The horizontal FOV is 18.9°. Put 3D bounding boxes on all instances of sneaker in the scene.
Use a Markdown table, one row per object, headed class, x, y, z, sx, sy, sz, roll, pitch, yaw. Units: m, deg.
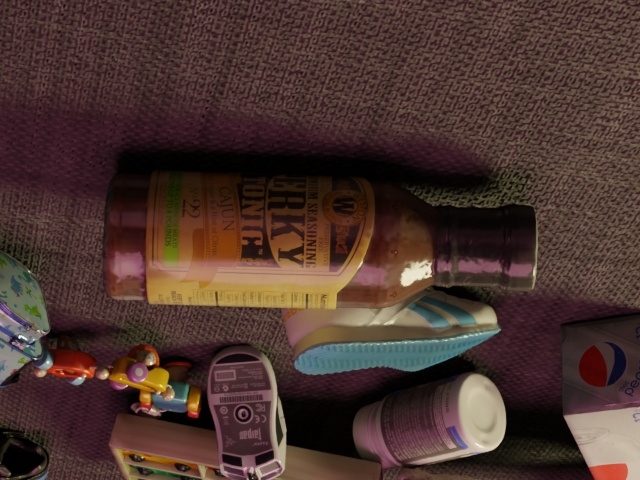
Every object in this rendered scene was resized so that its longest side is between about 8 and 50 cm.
| class | x | y | z | sx | sy | sz | roll | pitch | yaw |
| --- | --- | --- | --- | --- | --- | --- | --- | --- | --- |
| sneaker | -0.352 | 0.227 | 1.968 | 0.152 | 0.058 | 0.084 | 7 | 154 | -16 |
| sneaker | 0.065 | 0.060 | 1.664 | 0.229 | 0.092 | 0.087 | 4 | 152 | -42 |

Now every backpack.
| class | x | y | z | sx | sy | sz | roll | pitch | yaw |
| --- | --- | --- | --- | --- | --- | --- | --- | --- | --- |
| backpack | -0.294 | 0.056 | 1.657 | 0.084 | 0.105 | 0.114 | -42 | 131 | 19 |

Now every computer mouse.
| class | x | y | z | sx | sy | sz | roll | pitch | yaw |
| --- | --- | --- | --- | --- | --- | --- | --- | --- | --- |
| computer mouse | -0.063 | 0.192 | 1.825 | 0.106 | 0.193 | 0.042 | -4 | -176 | 12 |

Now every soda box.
| class | x | y | z | sx | sy | sz | roll | pitch | yaw |
| --- | --- | --- | --- | --- | --- | --- | --- | --- | --- |
| soda box | 0.301 | 0.182 | 1.832 | 0.091 | 0.098 | 0.286 | -8 | 147 | 16 |

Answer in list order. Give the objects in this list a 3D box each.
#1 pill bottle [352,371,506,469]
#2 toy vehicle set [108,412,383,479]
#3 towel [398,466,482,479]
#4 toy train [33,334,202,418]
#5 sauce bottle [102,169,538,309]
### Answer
| class | x | y | z | sx | sy | sz | roll | pitch | yaw |
| --- | --- | --- | --- | --- | --- | --- | --- | --- | --- |
| pill bottle | 0.102 | 0.176 | 1.844 | 0.137 | 0.078 | 0.078 | -18 | 143 | 39 |
| toy vehicle set | -0.070 | 0.238 | 1.929 | 0.267 | 0.035 | 0.166 | 10 | 157 | 8 |
| towel | 0.198 | 0.296 | 1.895 | 0.282 | 0.049 | 0.187 | 8 | 150 | 2 |
| toy train | -0.184 | 0.124 | 1.816 | 0.125 | 0.046 | 0.166 | -3 | 157 | 39 |
| sauce bottle | 0.000 | 0.000 | 1.547 | 0.344 | 0.111 | 0.111 | 0 | 148 | -1 |
